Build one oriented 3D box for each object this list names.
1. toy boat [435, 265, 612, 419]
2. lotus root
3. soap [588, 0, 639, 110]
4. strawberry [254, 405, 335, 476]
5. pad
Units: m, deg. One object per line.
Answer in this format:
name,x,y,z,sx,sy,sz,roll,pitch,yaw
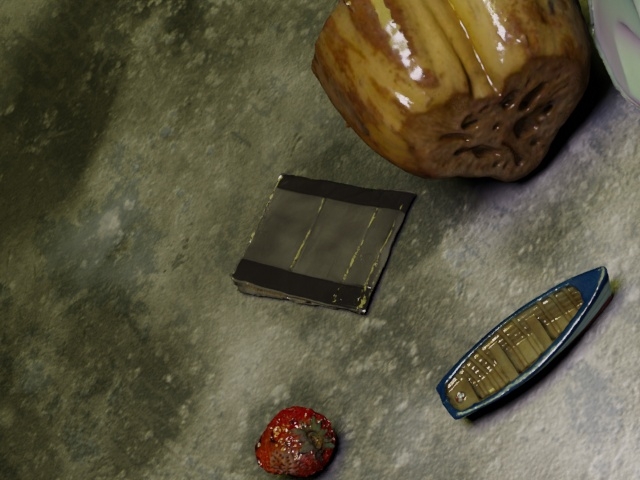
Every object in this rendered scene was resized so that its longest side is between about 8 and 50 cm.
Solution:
toy boat,0.225,0.110,1.576,0.229,0.046,0.080,-41,43,11
lotus root,0.162,-0.215,1.654,0.316,0.316,0.250,-38,61,15
soap,0.450,-0.204,1.462,0.261,0.156,0.446,-28,42,-12
strawberry,-0.033,0.235,1.687,0.096,0.083,0.083,-9,57,36
pad,0.000,0.000,1.861,0.233,0.022,0.174,8,67,42
